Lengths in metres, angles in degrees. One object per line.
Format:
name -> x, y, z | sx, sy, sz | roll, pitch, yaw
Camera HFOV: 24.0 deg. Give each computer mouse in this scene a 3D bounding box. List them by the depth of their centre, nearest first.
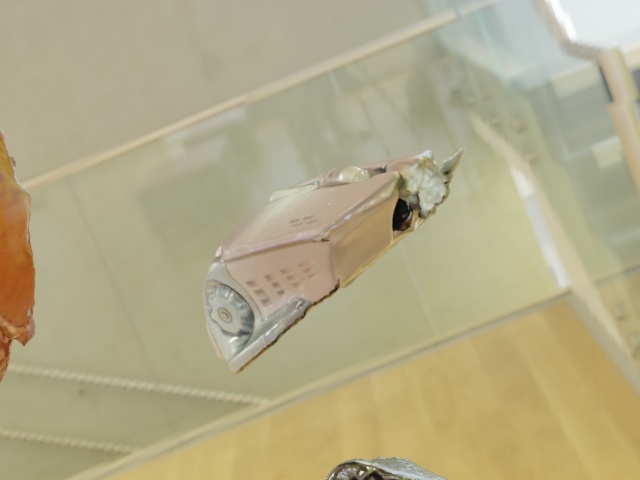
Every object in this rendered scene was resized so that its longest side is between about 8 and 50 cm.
computer mouse -> -0.005, -0.004, 1.358 | 0.199, 0.115, 0.389 | -41, -1, -41

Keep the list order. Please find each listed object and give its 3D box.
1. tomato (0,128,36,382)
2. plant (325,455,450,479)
tomato -> -0.331, 0.007, 0.921 | 0.335, 0.289, 0.176 | -54, -14, 25
plant -> 0.069, 0.270, 1.343 | 0.164, 0.142, 0.256 | 15, 9, -6
